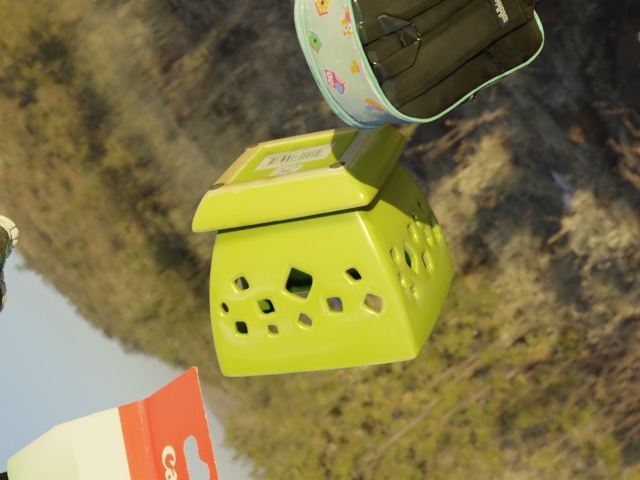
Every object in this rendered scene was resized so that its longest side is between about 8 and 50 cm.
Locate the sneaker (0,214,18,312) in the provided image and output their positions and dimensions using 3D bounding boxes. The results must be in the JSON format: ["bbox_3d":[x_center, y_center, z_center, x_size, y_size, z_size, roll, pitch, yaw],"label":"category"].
[{"bbox_3d":[-0.451,0.049,1.581,0.065,0.166,0.076,15,-159,3],"label":"sneaker"}]

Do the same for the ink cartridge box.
[{"bbox_3d":[-0.171,0.227,0.985,0.056,0.225,0.181,10,-125,-42],"label":"ink cartridge box"}]

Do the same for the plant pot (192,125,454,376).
[{"bbox_3d":[0.000,0.000,1.293,0.227,0.228,0.207,-56,-46,-61],"label":"plant pot"}]

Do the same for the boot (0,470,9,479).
[{"bbox_3d":[-0.374,0.285,1.102,0.260,0.348,0.131,28,-134,-64],"label":"boot"}]

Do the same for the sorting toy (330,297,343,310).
[{"bbox_3d":[0.033,0.079,1.557,0.083,0.012,0.062,48,154,-10],"label":"sorting toy"}]

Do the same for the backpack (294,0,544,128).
[{"bbox_3d":[0.067,-0.180,0.969,0.144,0.188,0.165,2,124,46],"label":"backpack"}]
